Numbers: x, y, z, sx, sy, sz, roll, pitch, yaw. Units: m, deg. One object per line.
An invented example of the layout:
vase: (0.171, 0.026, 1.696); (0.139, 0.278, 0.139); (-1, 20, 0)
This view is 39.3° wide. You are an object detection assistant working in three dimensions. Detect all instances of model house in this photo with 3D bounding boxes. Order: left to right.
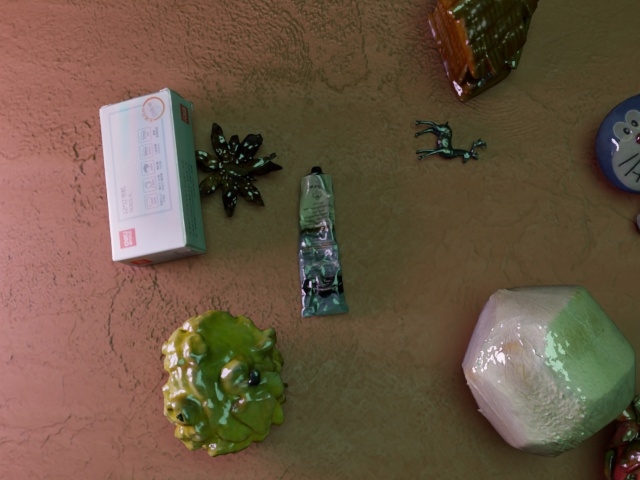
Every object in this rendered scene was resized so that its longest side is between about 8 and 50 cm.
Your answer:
model house: (0.281, -0.385, 1.493); (0.199, 0.229, 0.219); (-29, 82, -4)

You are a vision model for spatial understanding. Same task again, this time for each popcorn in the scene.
popcorn: (-0.141, 0.212, 1.350); (0.189, 0.169, 0.218); (-4, 82, -6)

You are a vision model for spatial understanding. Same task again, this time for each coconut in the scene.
coconut: (0.332, 0.184, 1.360); (0.245, 0.245, 0.247); (-38, 82, -11)

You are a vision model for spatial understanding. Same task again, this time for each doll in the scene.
doll: (0.584, -0.131, 1.486); (0.258, 0.154, 0.228); (41, 115, -6)

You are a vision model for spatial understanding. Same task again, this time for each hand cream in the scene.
hand cream: (0.001, 0.000, 1.478); (0.075, 0.052, 0.248); (-7, 83, 17)

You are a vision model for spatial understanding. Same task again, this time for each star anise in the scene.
star anise: (-0.150, -0.117, 1.483); (0.168, 0.057, 0.168); (-1, 78, 5)

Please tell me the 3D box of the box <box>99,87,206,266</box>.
box: (-0.267, -0.100, 1.436); (0.135, 0.079, 0.269); (-12, 77, 16)

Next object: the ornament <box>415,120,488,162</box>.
ornament: (0.225, -0.169, 1.538); (0.125, 0.028, 0.073); (0, 78, -2)

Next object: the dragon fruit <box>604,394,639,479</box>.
dragon fruit: (0.566, 0.338, 1.351); (0.314, 0.296, 0.263); (-39, 49, -8)
